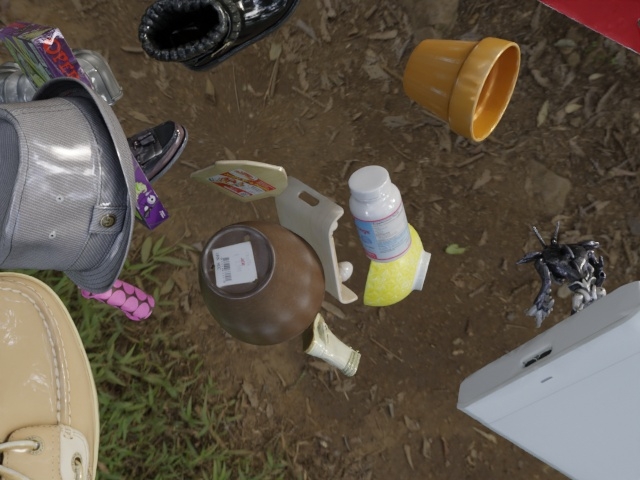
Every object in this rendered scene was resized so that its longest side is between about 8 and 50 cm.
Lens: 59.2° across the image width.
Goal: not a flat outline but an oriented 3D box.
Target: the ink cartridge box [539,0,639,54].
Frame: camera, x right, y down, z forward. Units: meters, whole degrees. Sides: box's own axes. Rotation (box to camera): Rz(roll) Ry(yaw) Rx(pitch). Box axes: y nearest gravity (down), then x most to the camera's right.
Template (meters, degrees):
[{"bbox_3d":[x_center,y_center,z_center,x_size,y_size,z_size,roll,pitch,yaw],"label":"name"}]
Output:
[{"bbox_3d":[0.398,-0.297,0.518,0.309,0.130,0.272,34,112,13],"label":"ink cartridge box"}]

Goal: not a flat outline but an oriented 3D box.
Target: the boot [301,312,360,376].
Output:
[{"bbox_3d":[0.032,0.299,1.623,0.165,0.213,0.077,32,103,-8],"label":"boot"}]

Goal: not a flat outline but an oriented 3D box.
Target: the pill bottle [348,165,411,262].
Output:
[{"bbox_3d":[0.098,-0.044,0.948,0.087,0.087,0.160,-26,132,-4],"label":"pill bottle"}]

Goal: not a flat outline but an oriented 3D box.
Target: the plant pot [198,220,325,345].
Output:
[{"bbox_3d":[-0.108,0.055,0.900,0.215,0.230,0.215,-1,78,5],"label":"plant pot"}]

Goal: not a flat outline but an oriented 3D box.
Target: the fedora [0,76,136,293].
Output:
[{"bbox_3d":[-0.334,-0.054,0.662,0.244,0.124,0.275,45,123,22],"label":"fedora"}]

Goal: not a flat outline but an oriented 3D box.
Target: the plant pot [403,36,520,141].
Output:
[{"bbox_3d":[0.287,-0.337,1.194,0.188,0.205,0.205,28,95,27],"label":"plant pot"}]

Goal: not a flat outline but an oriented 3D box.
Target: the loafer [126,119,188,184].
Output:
[{"bbox_3d":[-0.422,-0.159,1.213,0.302,0.109,0.095,-37,144,8],"label":"loafer"}]

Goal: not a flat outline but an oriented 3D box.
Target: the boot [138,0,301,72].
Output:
[{"bbox_3d":[-0.183,-0.465,1.133,0.348,0.260,0.131,-39,95,7],"label":"boot"}]

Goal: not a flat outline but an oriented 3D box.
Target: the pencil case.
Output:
[{"bbox_3d":[-0.547,0.149,1.521,0.098,0.209,0.095,-13,58,18],"label":"pencil case"}]

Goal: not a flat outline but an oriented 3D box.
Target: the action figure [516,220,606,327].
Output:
[{"bbox_3d":[0.445,0.100,0.994,0.164,0.276,0.141,-7,137,-6],"label":"action figure"}]

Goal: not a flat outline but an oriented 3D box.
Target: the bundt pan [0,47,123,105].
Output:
[{"bbox_3d":[-0.673,-0.388,1.400,0.331,0.331,0.124,-14,123,-6],"label":"bundt pan"}]

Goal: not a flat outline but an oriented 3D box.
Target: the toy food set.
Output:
[{"bbox_3d":[0.000,0.000,1.439,0.092,0.220,0.306,-32,136,-24],"label":"toy food set"}]

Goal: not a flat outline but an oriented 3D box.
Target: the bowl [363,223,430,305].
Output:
[{"bbox_3d":[0.242,0.076,1.700,0.156,0.289,0.289,15,97,11],"label":"bowl"}]

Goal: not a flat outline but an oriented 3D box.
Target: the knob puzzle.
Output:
[{"bbox_3d":[-0.156,-0.142,1.237,0.213,0.213,0.030,7,71,-9],"label":"knob puzzle"}]

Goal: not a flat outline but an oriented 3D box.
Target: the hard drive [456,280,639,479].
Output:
[{"bbox_3d":[0.303,0.173,0.479,0.307,0.040,0.203,33,135,-7],"label":"hard drive"}]

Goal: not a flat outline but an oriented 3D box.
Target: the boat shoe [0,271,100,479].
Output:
[{"bbox_3d":[-0.217,0.181,0.389,0.121,0.110,0.341,-6,75,-18],"label":"boat shoe"}]

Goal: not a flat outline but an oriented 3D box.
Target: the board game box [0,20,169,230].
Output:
[{"bbox_3d":[-0.392,-0.188,0.945,0.056,0.208,0.347,-43,133,-26],"label":"board game box"}]
